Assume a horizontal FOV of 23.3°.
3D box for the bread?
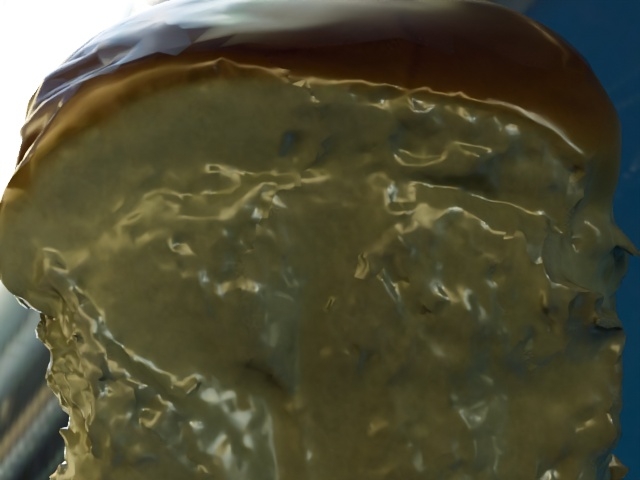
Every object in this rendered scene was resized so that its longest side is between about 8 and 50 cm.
[{"bbox_3d":[0.000,0.000,0.670,0.279,0.250,0.225,-98,-174,-80],"label":"bread"}]
